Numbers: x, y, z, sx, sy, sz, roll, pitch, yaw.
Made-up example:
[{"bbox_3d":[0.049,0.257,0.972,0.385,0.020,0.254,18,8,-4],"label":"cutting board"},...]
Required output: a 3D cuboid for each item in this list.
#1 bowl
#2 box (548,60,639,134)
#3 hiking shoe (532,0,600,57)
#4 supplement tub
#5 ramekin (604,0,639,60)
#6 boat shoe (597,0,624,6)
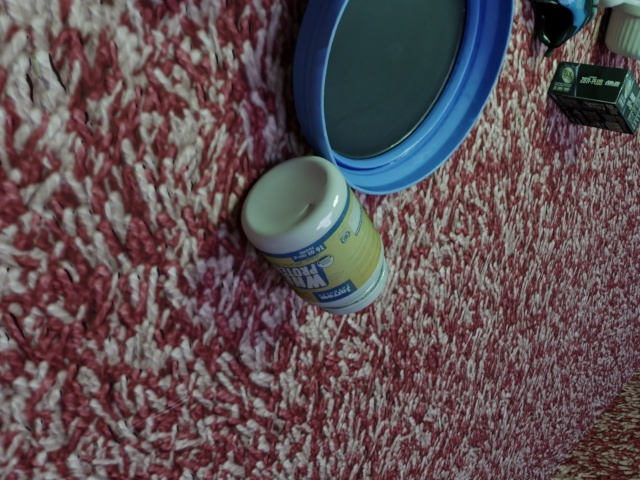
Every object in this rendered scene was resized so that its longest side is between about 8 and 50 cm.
[{"bbox_3d":[0.120,-0.254,0.867,0.391,0.077,0.391,-28,135,-32],"label":"bowl"},{"bbox_3d":[0.599,-0.306,1.350,0.180,0.147,0.077,21,92,-49],"label":"box"},{"bbox_3d":[0.438,-0.484,1.118,0.132,0.113,0.304,-51,137,-19],"label":"hiking shoe"},{"bbox_3d":[0.000,0.000,0.841,0.144,0.144,0.199,-53,138,-16],"label":"supplement tub"},{"bbox_3d":[0.741,-0.463,1.396,0.207,0.207,0.109,-18,129,-42],"label":"ramekin"},{"bbox_3d":[0.631,-0.600,1.292,0.267,0.096,0.088,-56,135,-14],"label":"boat shoe"}]
